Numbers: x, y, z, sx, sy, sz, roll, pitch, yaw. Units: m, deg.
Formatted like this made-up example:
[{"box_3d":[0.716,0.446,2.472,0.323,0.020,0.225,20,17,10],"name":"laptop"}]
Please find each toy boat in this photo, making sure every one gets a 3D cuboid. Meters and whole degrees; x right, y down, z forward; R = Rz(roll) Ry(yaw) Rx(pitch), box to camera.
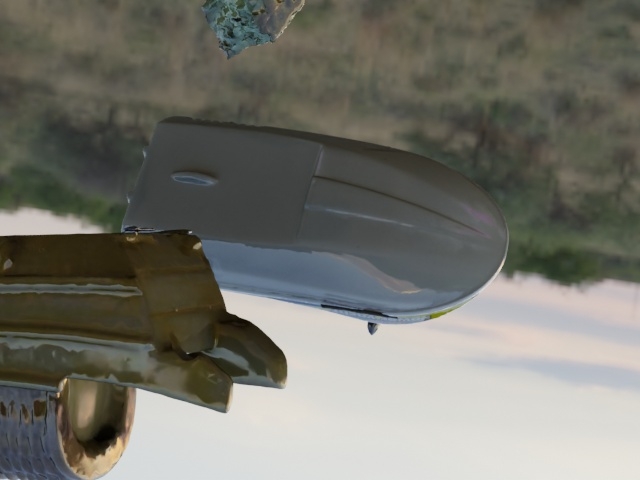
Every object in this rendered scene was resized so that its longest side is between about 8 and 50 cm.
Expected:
[{"box_3d":[-0.168,0.054,0.667,0.310,0.115,0.089,-2,-179,20],"name":"toy boat"},{"box_3d":[-0.005,-0.004,1.029,0.269,0.141,0.141,15,-179,1],"name":"toy boat"}]

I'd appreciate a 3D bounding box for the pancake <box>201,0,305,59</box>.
[{"box_3d":[-0.053,-0.267,0.734,0.197,0.376,0.054,-15,-149,-30],"name":"pancake"}]
